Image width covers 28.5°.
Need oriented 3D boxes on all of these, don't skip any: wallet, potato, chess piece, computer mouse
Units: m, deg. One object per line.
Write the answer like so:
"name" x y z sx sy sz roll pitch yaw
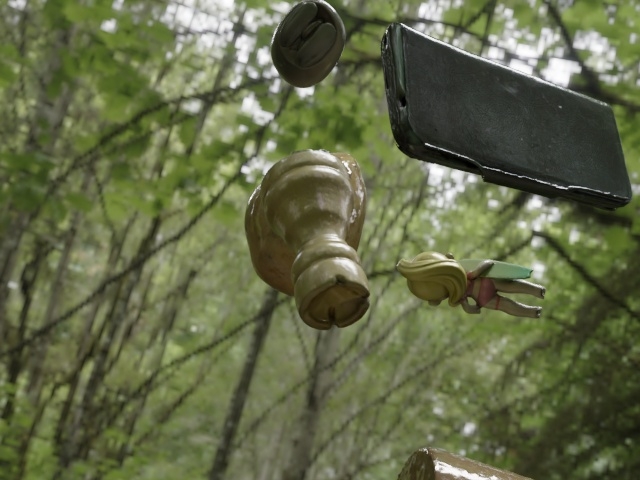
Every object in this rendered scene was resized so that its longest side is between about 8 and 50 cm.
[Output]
"wallet" 0.213 -0.129 1.420 0.318 0.172 0.045 14 -37 -27
"potato" -0.014 -0.017 1.160 0.112 0.147 0.112 14 -33 9
"chess piece" 0.000 0.000 0.851 0.066 0.122 0.066 -8 -46 -8
"computer mouse" -0.016 -0.177 1.148 0.066 0.039 0.096 51 -33 8

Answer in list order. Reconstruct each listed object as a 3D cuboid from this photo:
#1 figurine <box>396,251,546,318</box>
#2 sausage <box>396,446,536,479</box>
"figurine" 0.188 0.054 1.574 0.187 0.083 0.083 16 -22 8
"sausage" 0.168 0.230 0.841 0.253 0.123 0.123 18 -22 -8
